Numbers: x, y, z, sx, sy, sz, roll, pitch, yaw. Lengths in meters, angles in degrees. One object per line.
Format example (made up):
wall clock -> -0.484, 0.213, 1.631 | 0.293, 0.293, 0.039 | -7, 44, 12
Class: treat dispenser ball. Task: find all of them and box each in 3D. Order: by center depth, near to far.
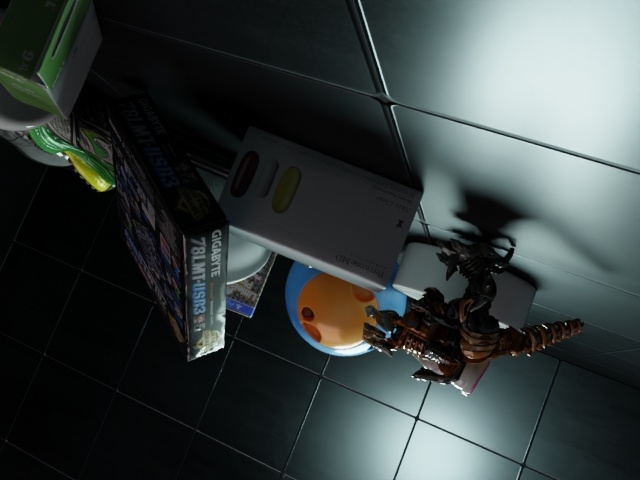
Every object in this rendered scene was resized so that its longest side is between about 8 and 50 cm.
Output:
treat dispenser ball -> 0.059, 0.128, 1.471 | 0.288, 0.288, 0.288 | 22, 174, 2

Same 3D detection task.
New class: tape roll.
tape roll -> 0.298, 0.102, 1.307 | 0.286, 0.100, 0.286 | 21, 174, 2

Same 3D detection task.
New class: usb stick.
usb stick -> -0.165, -0.131, 1.155 | 0.278, 0.045, 0.077 | 22, -177, -2

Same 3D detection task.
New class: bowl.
bowl -> -0.221, -0.066, 1.211 | 0.297, 0.298, 0.134 | 22, 131, -3

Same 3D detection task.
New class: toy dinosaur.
toy dinosaur -> 0.234, 0.121, 0.992 | 0.321, 0.219, 0.164 | 7, 170, -11

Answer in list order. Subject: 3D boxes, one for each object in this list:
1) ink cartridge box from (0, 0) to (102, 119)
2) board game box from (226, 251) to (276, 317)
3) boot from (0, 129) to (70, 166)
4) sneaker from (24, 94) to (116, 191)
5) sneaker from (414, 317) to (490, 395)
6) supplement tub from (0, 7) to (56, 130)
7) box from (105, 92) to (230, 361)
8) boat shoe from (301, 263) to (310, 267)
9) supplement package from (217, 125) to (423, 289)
ink cartridge box -> -0.274, -0.200, 0.620 | 0.062, 0.109, 0.209 | 23, 174, -15
board game box -> -0.206, 0.051, 1.737 | 0.141, 0.291, 0.232 | 22, 174, -5
boot -> -0.727, -0.272, 1.644 | 0.222, 0.118, 0.338 | 12, 174, 33
sneaker -> -0.405, -0.211, 1.094 | 0.146, 0.134, 0.343 | -16, 158, 9
sneaker -> 0.219, 0.173, 1.121 | 0.111, 0.103, 0.252 | 28, -169, -6
supplement tub -> -0.432, -0.225, 0.796 | 0.199, 0.144, 0.144 | 18, 173, 35
box -> -0.231, -0.017, 0.931 | 0.295, 0.073, 0.293 | 53, 150, 33
boat shoe -> 0.000, 0.000, 1.243 | 0.121, 0.119, 0.335 | 22, 179, -3
supplement package -> -0.003, -0.036, 0.937 | 0.261, 0.145, 0.204 | 21, 174, 4
